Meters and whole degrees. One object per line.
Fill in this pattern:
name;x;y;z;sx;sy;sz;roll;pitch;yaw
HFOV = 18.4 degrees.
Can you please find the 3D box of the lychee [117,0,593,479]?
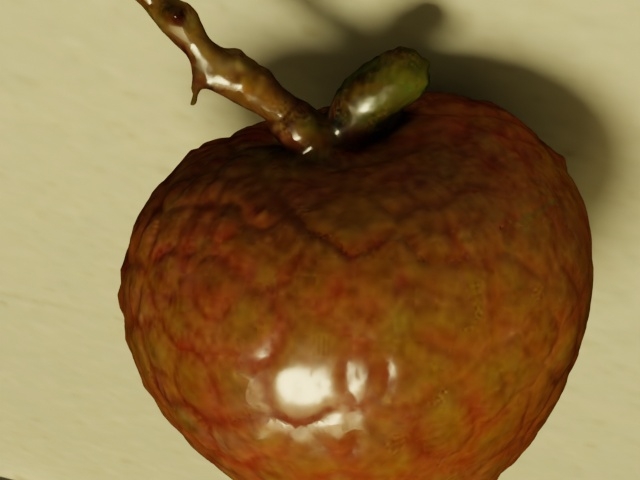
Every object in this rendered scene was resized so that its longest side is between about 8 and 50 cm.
lychee;0.000;0.006;0.440;0.114;0.101;0.140;-2;144;30
